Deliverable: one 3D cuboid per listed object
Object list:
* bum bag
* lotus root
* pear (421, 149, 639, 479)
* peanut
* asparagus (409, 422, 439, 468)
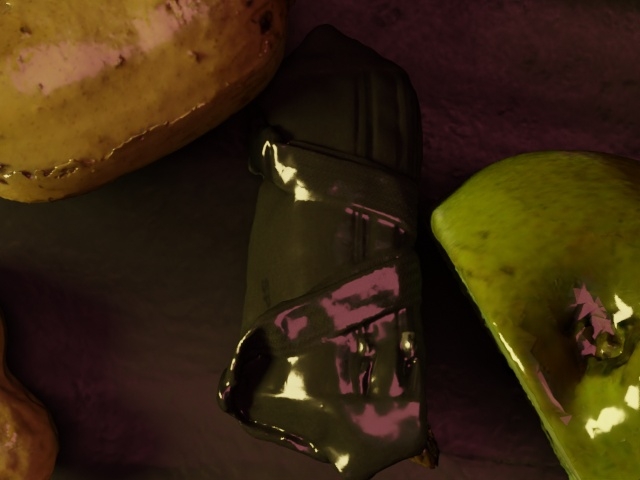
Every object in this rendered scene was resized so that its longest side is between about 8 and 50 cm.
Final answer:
[{"bbox_3d":[0.000,0.000,0.844,0.142,0.080,0.326,-6,68,14],"label":"bum bag"},{"bbox_3d":[-0.154,-0.119,0.845,0.284,0.146,0.160,-28,67,-10],"label":"lotus root"},{"bbox_3d":[0.200,0.060,0.773,0.176,0.282,0.286,-31,88,5],"label":"pear"},{"bbox_3d":[-0.242,0.089,0.856,0.089,0.089,0.193,-30,91,-3],"label":"peanut"},{"bbox_3d":[0.028,0.097,0.888,0.036,0.030,0.165,-38,85,-28],"label":"asparagus"}]
